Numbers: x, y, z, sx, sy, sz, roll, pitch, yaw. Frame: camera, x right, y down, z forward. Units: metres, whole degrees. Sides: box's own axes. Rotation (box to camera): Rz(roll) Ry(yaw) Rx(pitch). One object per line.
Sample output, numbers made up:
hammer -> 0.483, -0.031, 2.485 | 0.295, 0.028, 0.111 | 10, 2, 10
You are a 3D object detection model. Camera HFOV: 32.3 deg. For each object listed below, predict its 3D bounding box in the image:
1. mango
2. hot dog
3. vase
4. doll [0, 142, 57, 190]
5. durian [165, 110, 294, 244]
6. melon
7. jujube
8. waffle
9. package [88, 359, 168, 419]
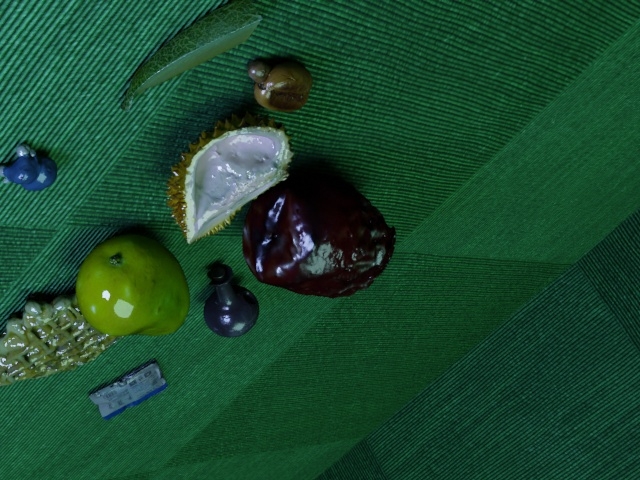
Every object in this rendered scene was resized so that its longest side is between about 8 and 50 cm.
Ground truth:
mango -> -0.335, 0.082, 2.003 | 0.273, 0.149, 0.185 | 8, 90, -64
hot dog -> -0.068, -0.255, 1.809 | 0.140, 0.060, 0.090 | -9, 144, -52
vase -> -0.196, 0.123, 2.317 | 0.120, 0.120, 0.183 | -26, 140, -10
doll -> -0.443, -0.103, 1.678 | 0.076, 0.050, 0.083 | -36, 157, 20
durian -> -0.161, -0.126, 1.856 | 0.250, 0.138, 0.183 | -35, 121, 0
melon -> -0.200, -0.276, 1.655 | 0.262, 0.053, 0.114 | -31, 174, 9
jujube -> 0.000, 0.000, 2.161 | 0.258, 0.258, 0.377 | -38, 149, 15
waffle -> -0.491, 0.185, 2.129 | 0.297, 0.073, 0.317 | -4, 144, -46
package -> -0.440, 0.349, 2.552 | 0.171, 0.027, 0.173 | -29, 156, -13
